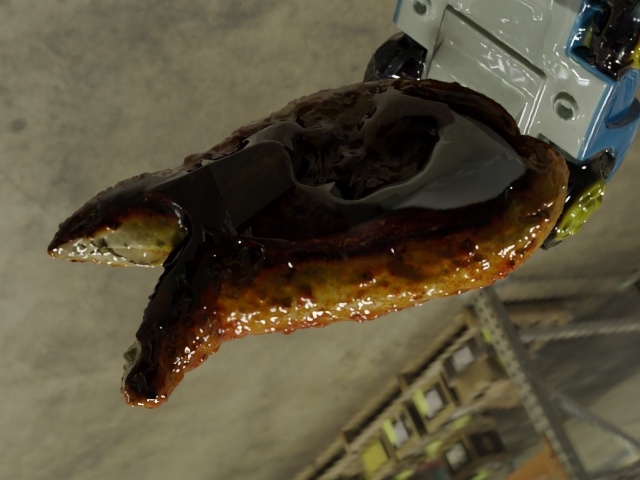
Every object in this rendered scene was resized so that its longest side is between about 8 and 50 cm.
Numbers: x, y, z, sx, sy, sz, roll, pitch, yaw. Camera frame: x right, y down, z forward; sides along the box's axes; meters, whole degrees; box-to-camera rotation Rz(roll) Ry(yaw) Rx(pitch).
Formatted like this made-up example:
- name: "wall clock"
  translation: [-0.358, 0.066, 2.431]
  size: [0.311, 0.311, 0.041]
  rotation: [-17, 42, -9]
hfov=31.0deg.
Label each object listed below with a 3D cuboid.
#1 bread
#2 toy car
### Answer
- name: "bread"
  translation: [0.000, -0.007, 0.609]
  size: [0.269, 0.139, 0.095]
  rotation: [-23, 146, -8]
- name: "toy car"
  translation: [0.152, -0.151, 0.766]
  size: [0.166, 0.198, 0.314]
  rotation: [-35, 152, -31]
